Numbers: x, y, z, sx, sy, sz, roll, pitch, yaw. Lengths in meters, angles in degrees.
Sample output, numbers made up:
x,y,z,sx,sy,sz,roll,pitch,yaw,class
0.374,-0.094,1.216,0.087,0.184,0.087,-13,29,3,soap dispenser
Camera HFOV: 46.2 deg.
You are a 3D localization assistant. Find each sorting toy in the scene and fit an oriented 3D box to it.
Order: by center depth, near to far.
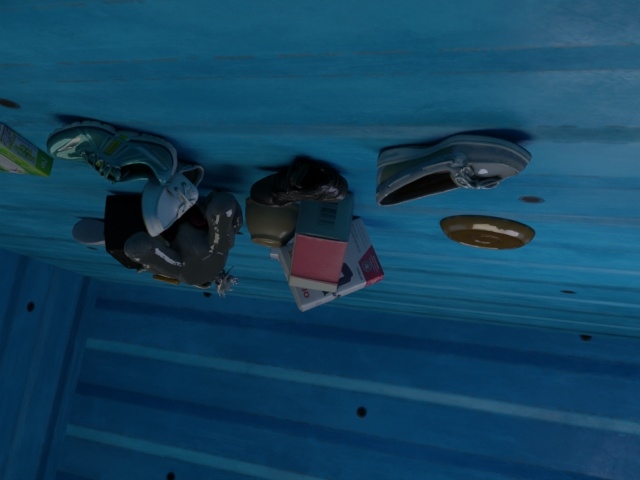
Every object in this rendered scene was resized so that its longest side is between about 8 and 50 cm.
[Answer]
x,y,z,sx,sy,sz,roll,pitch,yaw,class
-0.393,0.085,2.026,0.196,0.047,0.347,15,177,-13,sorting toy

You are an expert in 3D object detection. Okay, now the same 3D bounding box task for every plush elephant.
x,y,z,sx,sy,sz,roll,pitch,yaw,class
-0.327,-0.033,1.859,0.272,0.255,0.330,-31,144,-3,plush elephant

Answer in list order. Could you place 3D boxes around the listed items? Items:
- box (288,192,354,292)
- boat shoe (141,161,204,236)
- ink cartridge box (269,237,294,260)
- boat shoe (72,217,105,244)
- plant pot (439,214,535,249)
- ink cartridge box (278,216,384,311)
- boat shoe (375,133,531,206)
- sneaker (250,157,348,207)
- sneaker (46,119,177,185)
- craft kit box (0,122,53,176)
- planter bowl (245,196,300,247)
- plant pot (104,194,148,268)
x,y,z,sx,sy,sz,roll,pitch,yaw,class
0.000,0.000,1.822,0.126,0.149,0.232,10,146,-1,box
-0.319,-0.105,1.658,0.096,0.277,0.098,-6,122,9,boat shoe
-0.078,0.019,2.281,0.143,0.090,0.092,10,168,-4,ink cartridge box
-0.736,-0.023,2.619,0.267,0.096,0.088,-3,160,18,boat shoe
0.416,-0.015,1.882,0.236,0.032,0.236,9,167,2,plant pot
0.026,0.065,1.996,0.237,0.172,0.100,-21,170,-7,ink cartridge box
0.231,-0.121,1.365,0.320,0.103,0.118,-1,164,42,boat shoe
-0.067,-0.127,1.628,0.227,0.087,0.130,0,163,26,sneaker
-0.443,-0.178,1.583,0.275,0.110,0.107,8,148,-3,sneaker
-0.823,-0.228,1.825,0.246,0.061,0.250,10,168,10,craft kit box
-0.129,-0.042,2.002,0.162,0.109,0.162,9,167,2,planter bowl
-0.519,-0.016,2.179,0.187,0.167,0.188,0,152,19,plant pot
